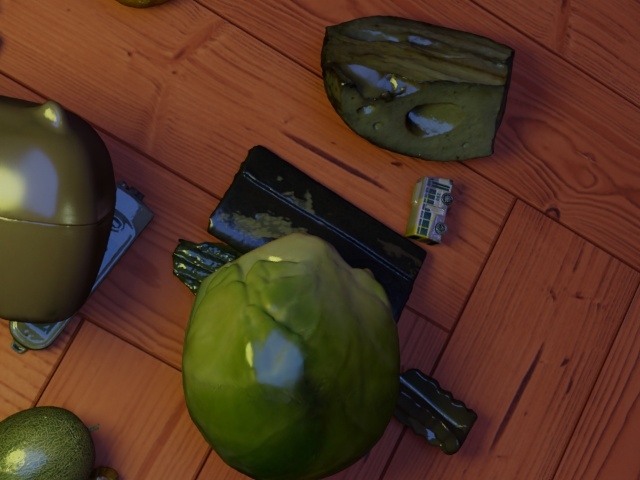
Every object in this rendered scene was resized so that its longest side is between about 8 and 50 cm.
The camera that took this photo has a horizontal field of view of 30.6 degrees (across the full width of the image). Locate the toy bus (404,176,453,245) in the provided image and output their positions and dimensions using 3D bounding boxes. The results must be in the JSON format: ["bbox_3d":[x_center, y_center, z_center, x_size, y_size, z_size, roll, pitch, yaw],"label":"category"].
[{"bbox_3d":[0.167,-0.048,1.803,0.058,0.052,0.102,15,80,-14],"label":"toy bus"}]

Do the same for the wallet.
[{"bbox_3d":[0.000,0.000,1.741,0.321,0.044,0.170,33,64,-10],"label":"wallet"}]

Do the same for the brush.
[{"bbox_3d":[0.100,0.201,1.750,0.301,0.071,0.084,39,58,2],"label":"brush"}]

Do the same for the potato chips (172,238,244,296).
[{"bbox_3d":[-0.120,0.057,1.719,0.207,0.028,0.092,18,68,-13],"label":"potato chips"}]

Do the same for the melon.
[{"bbox_3d":[-0.379,0.292,1.557,0.192,0.139,0.139,-27,90,-21],"label":"melon"}]

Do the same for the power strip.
[{"bbox_3d":[-0.343,0.039,1.652,0.080,0.048,0.286,38,76,-7],"label":"power strip"}]

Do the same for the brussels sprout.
[{"bbox_3d":[-0.048,0.168,1.610,0.344,0.268,0.344,10,73,-36],"label":"brussels sprout"}]

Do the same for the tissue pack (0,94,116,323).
[{"bbox_3d":[-0.459,-0.067,1.485,0.387,0.267,0.277,11,99,-1],"label":"tissue pack"}]

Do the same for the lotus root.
[{"bbox_3d":[0.145,-0.229,1.788,0.314,0.142,0.210,10,42,-10],"label":"lotus root"}]

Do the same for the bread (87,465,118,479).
[{"bbox_3d":[-0.304,0.390,1.612,0.052,0.044,0.157,2,82,-15],"label":"bread"}]

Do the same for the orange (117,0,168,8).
[{"bbox_3d":[-0.257,-0.416,1.697,0.156,0.134,0.156,4,81,-29],"label":"orange"}]
